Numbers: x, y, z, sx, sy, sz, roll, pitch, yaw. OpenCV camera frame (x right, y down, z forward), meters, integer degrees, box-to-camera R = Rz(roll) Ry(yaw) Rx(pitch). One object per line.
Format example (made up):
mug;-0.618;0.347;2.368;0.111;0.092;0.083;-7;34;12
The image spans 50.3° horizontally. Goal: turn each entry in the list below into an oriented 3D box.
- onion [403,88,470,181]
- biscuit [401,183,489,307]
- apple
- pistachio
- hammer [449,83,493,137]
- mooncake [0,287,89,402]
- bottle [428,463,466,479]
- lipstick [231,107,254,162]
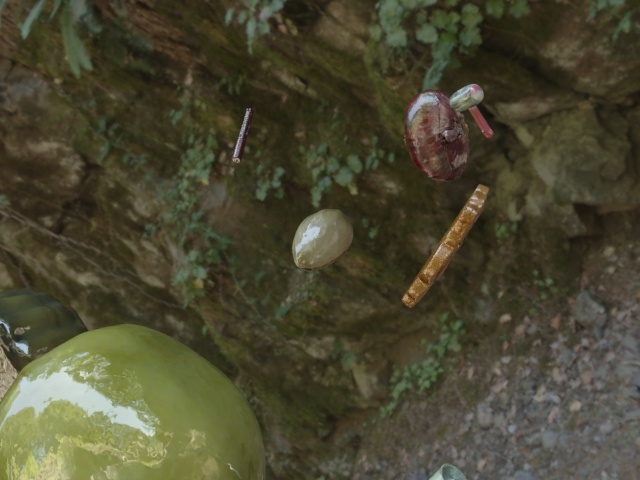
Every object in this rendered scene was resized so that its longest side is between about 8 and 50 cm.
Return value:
onion;0.223;-0.199;1.399;0.151;0.206;0.098;-7;38;41
biscuit;0.299;0.020;1.611;0.334;0.047;0.202;-58;-7;17
apple;-0.179;0.212;0.633;0.262;0.262;0.262;-58;4;6
pistachio;0.000;0.000;1.587;0.185;0.126;0.108;-46;-11;-32
hammer;0.225;-0.184;0.986;0.031;0.083;0.052;-41;11;-31
mooncake;-0.519;0.221;1.167;0.290;0.290;0.161;-57;-18;26
bottle;0.237;0.578;1.495;0.201;0.072;0.072;-56;5;28
lipstick;-0.204;-0.283;1.812;0.027;0.027;0.177;127;158;-57
